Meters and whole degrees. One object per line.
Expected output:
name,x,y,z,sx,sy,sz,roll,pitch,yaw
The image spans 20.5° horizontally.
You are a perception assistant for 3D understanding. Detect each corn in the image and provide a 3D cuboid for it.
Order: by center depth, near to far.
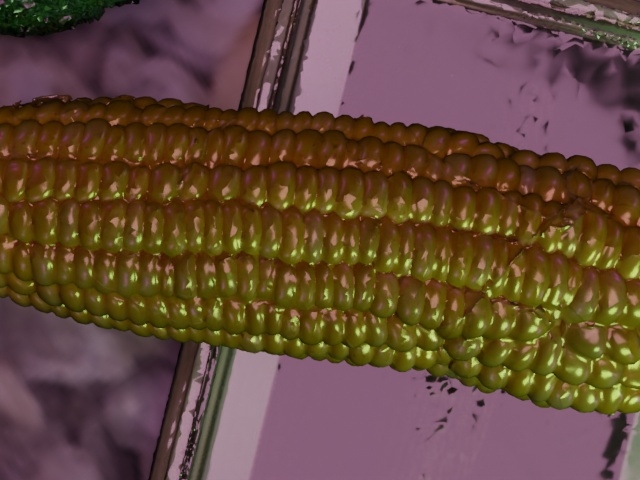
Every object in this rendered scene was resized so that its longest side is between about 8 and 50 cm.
corn,0.000,0.000,0.643,0.291,0.101,0.101,9,89,2

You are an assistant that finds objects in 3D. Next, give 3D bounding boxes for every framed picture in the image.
framed picture,0.062,0.037,0.699,0.231,0.018,0.293,13,90,-3

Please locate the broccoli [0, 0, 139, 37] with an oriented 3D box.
broccoli,-0.109,-0.156,0.623,0.195,0.195,0.156,-17,71,-3
